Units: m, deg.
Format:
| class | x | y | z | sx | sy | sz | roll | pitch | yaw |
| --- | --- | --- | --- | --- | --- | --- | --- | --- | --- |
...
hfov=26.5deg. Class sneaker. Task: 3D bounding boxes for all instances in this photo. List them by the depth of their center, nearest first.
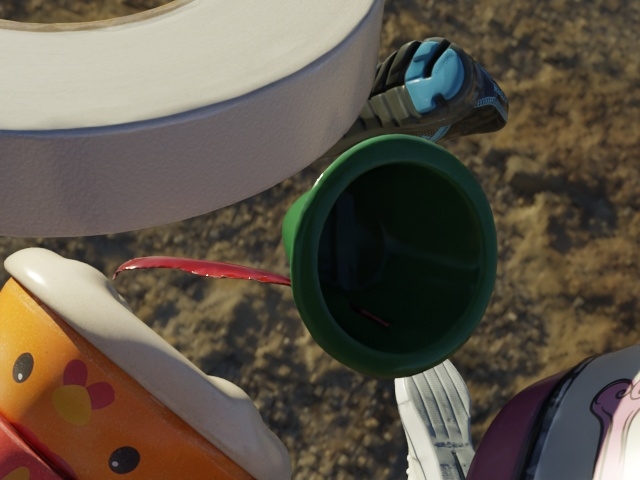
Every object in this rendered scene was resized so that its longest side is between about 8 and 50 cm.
| class | x | y | z | sx | sy | sz | roll | pitch | yaw |
| --- | --- | --- | --- | --- | --- | --- | --- | --- | --- |
| sneaker | 0.053 | -0.141 | 1.562 | 0.139 | 0.340 | 0.125 | 21 | 72 | -49 |
| sneaker | 0.130 | 0.243 | 1.600 | 0.094 | 0.091 | 0.258 | 10 | 44 | -20 |

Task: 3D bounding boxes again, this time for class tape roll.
| class | x | y | z | sx | sy | sz | roll | pitch | yaw |
| --- | --- | --- | --- | --- | --- | --- | --- | --- | --- |
| tape roll | -0.155 | -0.148 | 0.808 | 0.392 | 0.072 | 0.392 | 4 | 39 | -3 |

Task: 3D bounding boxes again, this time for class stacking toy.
| class | x | y | z | sx | sy | sz | roll | pitch | yaw |
| --- | --- | --- | --- | --- | --- | --- | --- | --- | --- |
| stacking toy | -0.289 | 0.280 | 1.295 | 0.350 | 0.480 | 0.350 | 38 | -9 | 7 |

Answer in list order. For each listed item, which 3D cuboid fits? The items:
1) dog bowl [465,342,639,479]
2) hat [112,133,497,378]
| class | x | y | z | sx | sy | sz | roll | pitch | yaw |
| --- | --- | --- | --- | --- | --- | --- | --- | --- | --- |
| dog bowl | 0.200 | 0.239 | 0.727 | 0.408 | 0.150 | 0.408 | 19 | 68 | -56 |
| hat | 0.000 | 0.000 | 1.028 | 0.208 | 0.173 | 0.183 | 28 | -10 | -32 |
